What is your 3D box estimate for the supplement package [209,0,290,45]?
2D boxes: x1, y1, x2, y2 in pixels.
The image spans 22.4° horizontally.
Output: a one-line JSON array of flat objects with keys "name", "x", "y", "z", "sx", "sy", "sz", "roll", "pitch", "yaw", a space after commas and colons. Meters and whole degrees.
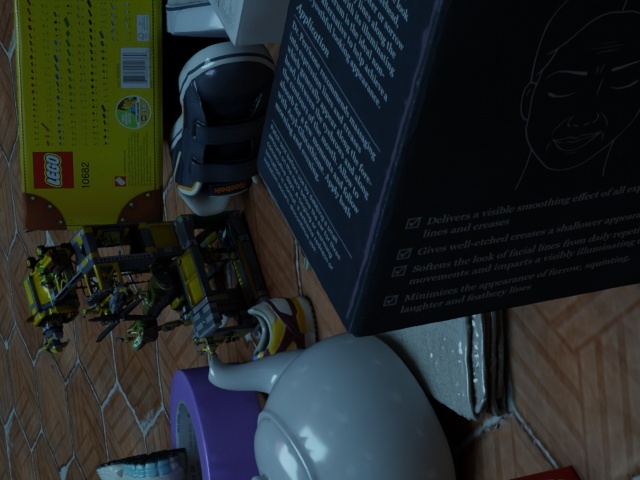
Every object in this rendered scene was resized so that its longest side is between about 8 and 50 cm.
[{"name": "supplement package", "x": -0.028, "y": -0.362, "z": 1.662, "sx": 0.198, "sy": 0.199, "sz": 0.263, "roll": 105, "pitch": 148, "yaw": -42}]

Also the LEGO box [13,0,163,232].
[{"name": "LEGO box", "x": -0.317, "y": -0.310, "z": 2.232, "sx": 0.372, "sy": 0.193, "sz": 0.500, "roll": -106, "pitch": 17, "yaw": -65}]

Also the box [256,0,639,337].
[{"name": "box", "x": 0.147, "y": -0.153, "z": 1.219, "sx": 0.395, "sy": 0.293, "sz": 0.212, "roll": 105, "pitch": 147, "yaw": -42}]

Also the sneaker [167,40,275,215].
[{"name": "sneaker", "x": -0.119, "y": -0.135, "z": 2.051, "sx": 0.321, "sy": 0.126, "sz": 0.127, "roll": 117, "pitch": 142, "yaw": -66}]

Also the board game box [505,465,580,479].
[{"name": "board game box", "x": 0.201, "y": 0.299, "z": 1.439, "sx": 0.045, "sy": 0.147, "sz": 0.193, "roll": 103, "pitch": 148, "yaw": -41}]

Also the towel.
[{"name": "towel", "x": 0.107, "y": 0.069, "z": 1.698, "sx": 0.282, "sy": 0.049, "sz": 0.187, "roll": -159, "pitch": 64, "yaw": -64}]

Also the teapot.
[{"name": "teapot", "x": 0.016, "y": 0.236, "z": 1.735, "sx": 0.256, "sy": 0.187, "sz": 0.252, "roll": 23, "pitch": 135, "yaw": 63}]

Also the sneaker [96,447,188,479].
[{"name": "sneaker", "x": -0.250, "y": 0.366, "z": 2.307, "sx": 0.283, "sy": 0.110, "sz": 0.122, "roll": 152, "pitch": 107, "yaw": -74}]

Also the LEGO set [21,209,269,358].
[{"name": "LEGO set", "x": -0.224, "y": 0.096, "z": 2.176, "sx": 0.255, "sy": 0.331, "sz": 0.192, "roll": -36, "pitch": 65, "yaw": 41}]

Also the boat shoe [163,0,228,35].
[{"name": "boat shoe", "x": -0.119, "y": -0.328, "z": 1.984, "sx": 0.367, "sy": 0.136, "sz": 0.156, "roll": -143, "pitch": 53, "yaw": -75}]

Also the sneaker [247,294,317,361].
[{"name": "sneaker", "x": -0.043, "y": 0.164, "z": 2.027, "sx": 0.069, "sy": 0.084, "sz": 0.185, "roll": 148, "pitch": 112, "yaw": -65}]

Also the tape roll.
[{"name": "tape roll", "x": -0.139, "y": 0.310, "z": 2.248, "sx": 0.275, "sy": 0.090, "sz": 0.275, "roll": 173, "pitch": 90, "yaw": -74}]

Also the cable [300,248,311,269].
[{"name": "cable", "x": 0.019, "y": -0.069, "z": 1.703, "sx": 0.139, "sy": 0.072, "sz": 0.287, "roll": -98, "pitch": 13, "yaw": -46}]
